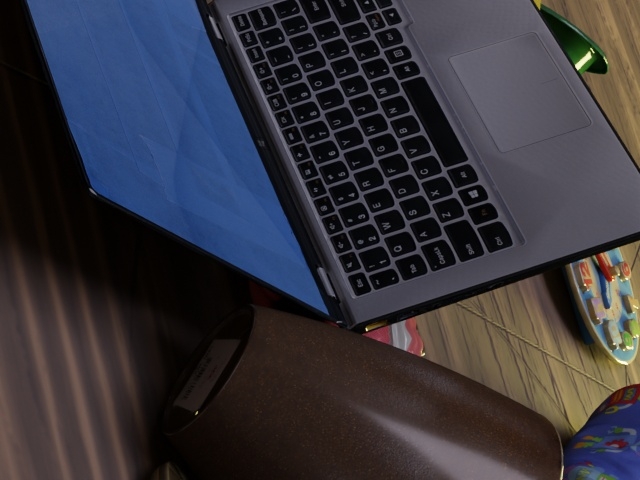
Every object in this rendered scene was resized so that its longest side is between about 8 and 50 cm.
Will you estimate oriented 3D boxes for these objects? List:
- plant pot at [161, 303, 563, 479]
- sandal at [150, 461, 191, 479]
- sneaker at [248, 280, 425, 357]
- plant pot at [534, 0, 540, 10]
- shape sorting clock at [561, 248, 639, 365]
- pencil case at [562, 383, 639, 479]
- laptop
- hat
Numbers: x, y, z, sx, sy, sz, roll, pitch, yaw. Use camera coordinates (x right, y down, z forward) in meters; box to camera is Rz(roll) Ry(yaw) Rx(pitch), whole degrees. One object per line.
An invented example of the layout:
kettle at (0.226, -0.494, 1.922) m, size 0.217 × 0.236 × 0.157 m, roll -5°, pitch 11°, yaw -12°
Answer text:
plant pot at (0.011, 0.151, 1.212) m, size 0.230 × 0.215 × 0.215 m, roll 35°, pitch 36°, yaw -17°
sandal at (-0.105, 0.209, 1.107) m, size 0.072 × 0.049 × 0.180 m, roll 57°, pitch 13°, yaw -24°
sneaker at (0.001, 0.000, 1.381) m, size 0.136 × 0.116 × 0.313 m, roll 24°, pitch 48°, yaw -49°
plant pot at (0.113, -0.288, 1.734) m, size 0.212 × 0.212 × 0.187 m, roll -34°, pitch 110°, yaw -62°
shape sorting clock at (0.315, 0.039, 1.948) m, size 0.206 × 0.040 × 0.206 m, roll 37°, pitch 44°, yaw -45°
pencil case at (0.287, 0.239, 1.655) m, size 0.306 × 0.133 × 0.119 m, roll -37°, pitch 121°, yaw -61°
laptop at (0.000, -0.150, 1.293) m, size 0.236 × 0.408 × 0.382 m, roll 81°, pitch -11°, yaw -50°
hat at (0.215, -0.167, 1.983) m, size 0.208 × 0.183 × 0.173 m, roll 32°, pitch -3°, yaw 39°
